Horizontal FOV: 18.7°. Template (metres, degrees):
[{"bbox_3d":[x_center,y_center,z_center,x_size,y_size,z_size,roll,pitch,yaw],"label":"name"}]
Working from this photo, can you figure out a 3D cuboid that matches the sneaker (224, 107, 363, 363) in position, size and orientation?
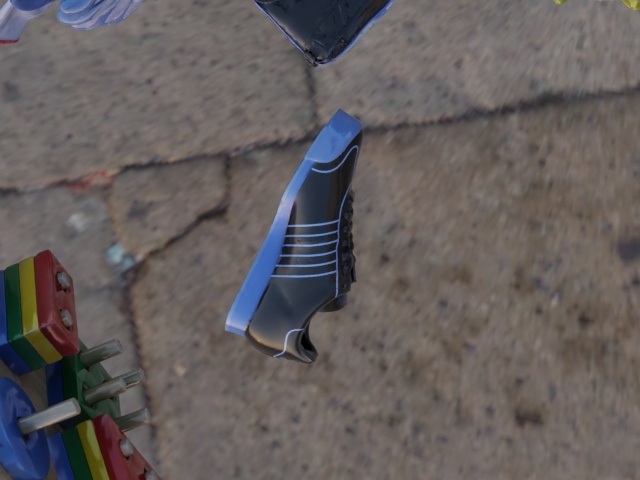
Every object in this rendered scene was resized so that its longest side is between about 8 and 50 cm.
[{"bbox_3d":[0.000,0.000,1.714,0.090,0.081,0.232,26,110,3],"label":"sneaker"}]

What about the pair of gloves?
[{"bbox_3d":[-0.146,-0.184,1.293,0.159,0.198,0.023,-38,77,31],"label":"pair of gloves"}]

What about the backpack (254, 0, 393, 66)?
[{"bbox_3d":[0.010,-0.219,1.650,0.114,0.084,0.105,-42,94,11],"label":"backpack"}]

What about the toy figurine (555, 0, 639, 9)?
[{"bbox_3d":[0.306,-0.292,1.407,0.362,0.217,0.191,6,126,41],"label":"toy figurine"}]

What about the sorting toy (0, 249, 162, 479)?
[{"bbox_3d":[-0.110,0.083,0.862,0.046,0.132,0.274,-23,133,10],"label":"sorting toy"}]
